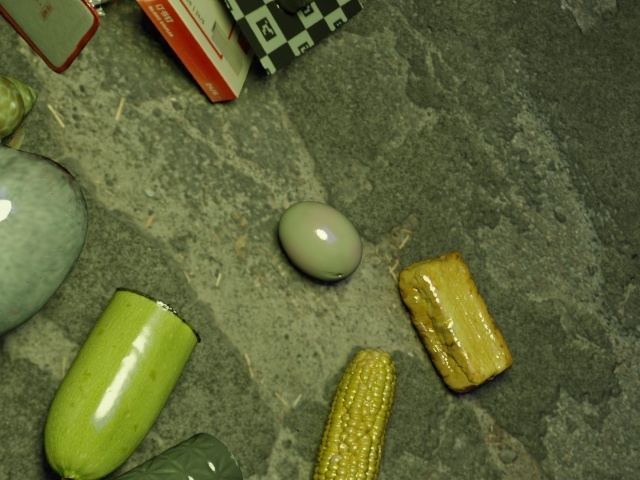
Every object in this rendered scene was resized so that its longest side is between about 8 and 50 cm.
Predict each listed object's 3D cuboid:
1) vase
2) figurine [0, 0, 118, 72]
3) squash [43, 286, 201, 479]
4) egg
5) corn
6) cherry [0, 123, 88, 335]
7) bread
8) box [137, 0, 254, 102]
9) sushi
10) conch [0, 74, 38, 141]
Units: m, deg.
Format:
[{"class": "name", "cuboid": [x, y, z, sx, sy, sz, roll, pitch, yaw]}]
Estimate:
[{"class": "vase", "cuboid": [-0.229, 0.361, 1.201, 0.301, 0.156, 0.251, -31, 125, -41]}, {"class": "figurine", "cuboid": [-0.313, -0.382, 1.391, 0.160, 0.183, 0.226, 50, 55, -10]}, {"class": "squash", "cuboid": [-0.264, 0.192, 1.254, 0.132, 0.132, 0.247, 34, 64, -11]}, {"class": "egg", "cuboid": [0.000, 0.000, 1.446, 0.135, 0.103, 0.103, 40, 62, -6]}, {"class": "corn", "cuboid": [0.049, 0.289, 1.378, 0.101, 0.101, 0.292, 22, 67, -16]}, {"class": "cherry", "cuboid": [-0.418, -0.015, 1.204, 0.255, 0.218, 0.296, 23, 79, -20]}, {"class": "bread", "cuboid": [0.202, 0.123, 1.509, 0.114, 0.083, 0.211, -19, 82, -33]}, {"class": "box", "cuboid": [-0.172, -0.317, 1.423, 0.229, 0.050, 0.123, 55, 42, -47]}, {"class": "sushi", "cuboid": [-0.067, -0.466, 1.477, 0.359, 0.064, 0.343, 59, 37, -12]}, {"class": "conch", "cuboid": [-0.459, -0.168, 1.300, 0.173, 0.106, 0.116, -46, 118, -10]}]
